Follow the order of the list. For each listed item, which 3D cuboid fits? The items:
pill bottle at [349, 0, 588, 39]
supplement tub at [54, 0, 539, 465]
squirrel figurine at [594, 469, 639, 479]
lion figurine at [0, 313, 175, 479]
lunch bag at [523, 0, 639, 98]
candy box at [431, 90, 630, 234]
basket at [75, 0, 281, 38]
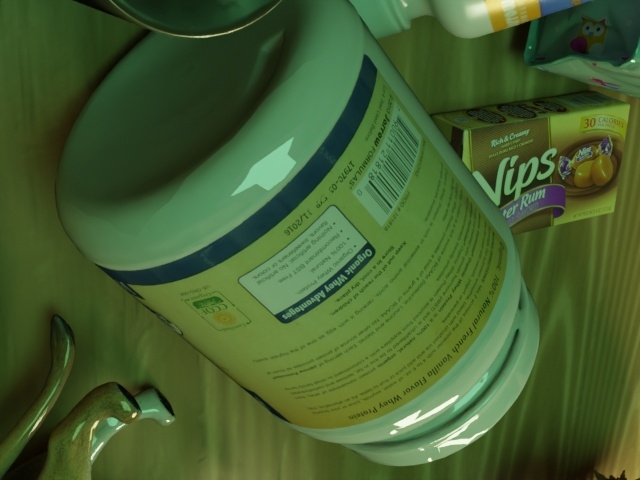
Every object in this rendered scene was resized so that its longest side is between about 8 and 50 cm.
[{"bbox_3d":[0.137,-0.225,0.656,0.272,0.152,0.152,-16,125,14],"label":"pill bottle"},{"bbox_3d":[0.000,0.000,0.684,0.228,0.228,0.316,-46,127,-5],"label":"supplement tub"},{"bbox_3d":[0.296,0.444,1.050,0.397,0.281,0.370,-51,134,1],"label":"squirrel figurine"},{"bbox_3d":[-0.173,0.263,0.779,0.240,0.142,0.392,-36,112,-3],"label":"lion figurine"},{"bbox_3d":[0.315,-0.247,0.811,0.223,0.160,0.262,11,93,-29],"label":"lunch bag"},{"bbox_3d":[0.184,-0.067,0.876,0.187,0.053,0.109,-12,117,-28],"label":"candy box"},{"bbox_3d":[-0.106,-0.194,0.532,0.204,0.227,0.154,13,104,-35],"label":"basket"}]
